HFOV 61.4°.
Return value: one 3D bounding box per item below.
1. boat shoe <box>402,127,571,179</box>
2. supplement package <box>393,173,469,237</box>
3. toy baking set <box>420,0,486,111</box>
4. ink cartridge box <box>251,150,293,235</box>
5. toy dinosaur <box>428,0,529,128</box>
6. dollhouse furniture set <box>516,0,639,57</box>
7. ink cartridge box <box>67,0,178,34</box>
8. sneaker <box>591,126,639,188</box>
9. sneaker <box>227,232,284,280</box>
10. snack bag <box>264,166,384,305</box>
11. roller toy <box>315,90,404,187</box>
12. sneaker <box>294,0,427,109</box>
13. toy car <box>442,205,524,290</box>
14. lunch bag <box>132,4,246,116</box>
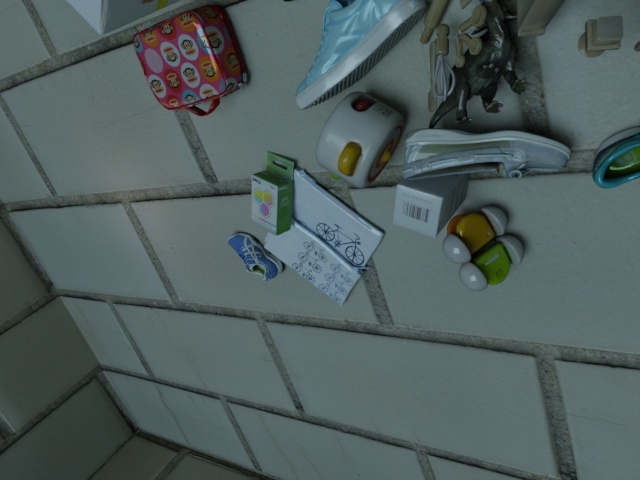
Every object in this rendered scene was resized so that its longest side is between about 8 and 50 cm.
[{"bbox_3d":[0.328,-0.161,1.084,0.320,0.118,0.103,7,86,11],"label":"boat shoe"},{"bbox_3d":[0.248,-0.106,1.187,0.105,0.179,0.105,20,131,25],"label":"supplement package"},{"bbox_3d":[0.235,-0.379,1.019,0.030,0.197,0.256,1,149,-16],"label":"toy baking set"},{"bbox_3d":[-0.137,-0.131,1.514,0.109,0.062,0.209,28,126,35],"label":"ink cartridge box"},{"bbox_3d":[0.307,-0.323,1.036,0.121,0.160,0.313,7,146,-8],"label":"toy dinosaur"},{"bbox_3d":[0.505,-0.436,0.839,0.355,0.174,0.303,-2,91,7],"label":"dollhouse furniture set"},{"bbox_3d":[-0.397,-0.642,1.126,0.279,0.384,0.160,45,145,1],"label":"ink cartridge box"},{"bbox_3d":[0.603,-0.166,0.926,0.107,0.110,0.275,50,136,-4],"label":"sneaker"},{"bbox_3d":[-0.219,0.050,1.727,0.211,0.081,0.080,33,136,16],"label":"sneaker"},{"bbox_3d":[0.000,0.000,1.557,0.323,0.037,0.342,38,136,9],"label":"snack bag"},{"bbox_3d":[0.094,-0.222,1.208,0.146,0.191,0.209,32,179,13],"label":"roller toy"},{"bbox_3d":[0.053,-0.429,1.151,0.366,0.135,0.150,-34,90,37],"label":"sneaker"},{"bbox_3d":[0.358,0.017,1.239,0.182,0.159,0.136,56,170,-11],"label":"toy car"},{"bbox_3d":[-0.340,-0.457,1.421,0.293,0.120,0.258,0,121,37],"label":"lunch bag"}]
